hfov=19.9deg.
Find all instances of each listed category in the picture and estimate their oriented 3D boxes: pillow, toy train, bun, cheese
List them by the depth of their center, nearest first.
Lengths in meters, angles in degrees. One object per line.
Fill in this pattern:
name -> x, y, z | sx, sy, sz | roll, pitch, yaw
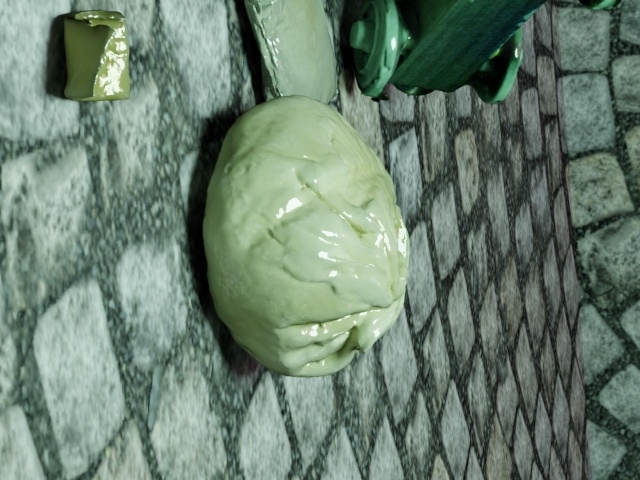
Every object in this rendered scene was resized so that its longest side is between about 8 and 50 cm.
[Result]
cheese -> -0.148, -0.118, 1.177 | 0.084, 0.041, 0.060 | -74, 166, -82
bun -> 0.000, 0.000, 1.443 | 0.229, 0.145, 0.229 | 6, 90, -73
pillow -> -0.030, -0.200, 1.542 | 0.148, 0.050, 0.230 | -53, 140, -55
toy train -> 0.154, -0.300, 1.698 | 0.442, 0.179, 0.272 | 136, -42, -64
